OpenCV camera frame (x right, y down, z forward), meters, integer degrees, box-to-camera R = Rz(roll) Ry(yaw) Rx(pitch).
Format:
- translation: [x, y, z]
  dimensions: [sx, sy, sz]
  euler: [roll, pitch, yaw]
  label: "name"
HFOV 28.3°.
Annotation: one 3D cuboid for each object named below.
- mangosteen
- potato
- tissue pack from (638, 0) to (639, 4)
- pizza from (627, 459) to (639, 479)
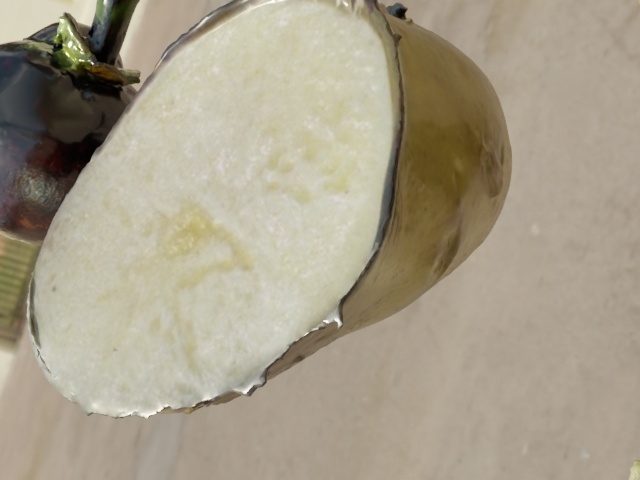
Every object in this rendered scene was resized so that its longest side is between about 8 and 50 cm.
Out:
- translation: [-0.264, -0.137, 1.287]
  dimensions: [0.231, 0.231, 0.289]
  euler: [-103, 34, -62]
  label: "mangosteen"
- translation: [0.000, 0.000, 1.053]
  dimensions: [0.290, 0.296, 0.397]
  euler: [28, 90, 36]
  label: "potato"
- translation: [0.261, -0.265, 0.604]
  dimensions: [0.382, 0.293, 0.228]
  euler: [32, -139, -67]
  label: "tissue pack"
- translation: [0.303, 0.236, 0.945]
  dimensions: [0.081, 0.204, 0.188]
  euler: [-62, -20, -45]
  label: "pizza"
